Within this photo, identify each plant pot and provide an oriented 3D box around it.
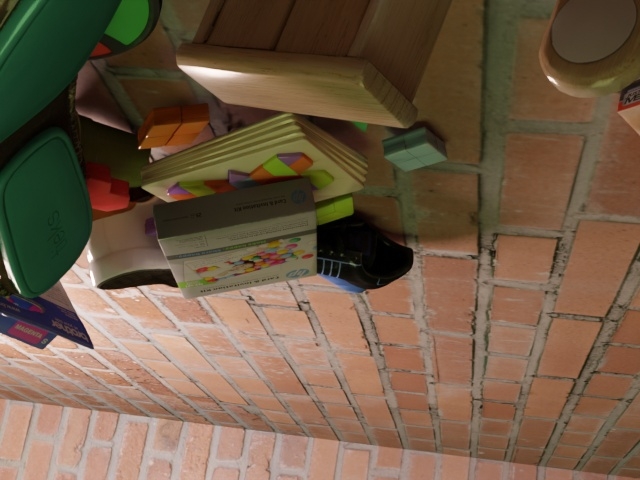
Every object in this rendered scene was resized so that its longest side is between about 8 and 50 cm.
[{"bbox_3d":[-0.212,-0.082,0.977,0.079,0.083,0.083,7,164,-32],"label":"plant pot"}]

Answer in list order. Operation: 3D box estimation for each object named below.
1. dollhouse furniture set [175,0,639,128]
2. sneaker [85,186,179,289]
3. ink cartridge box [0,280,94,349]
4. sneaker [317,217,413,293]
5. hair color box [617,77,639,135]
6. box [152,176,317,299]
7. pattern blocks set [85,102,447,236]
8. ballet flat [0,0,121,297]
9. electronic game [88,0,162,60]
[{"bbox_3d":[-0.054,-0.195,0.335,0.303,0.174,0.355,13,167,39],"label":"dollhouse furniture set"},{"bbox_3d":[-0.167,-0.014,1.134,0.106,0.123,0.290,-23,169,19],"label":"sneaker"},{"bbox_3d":[-0.350,-0.008,0.961,0.311,0.065,0.186,49,-172,38],"label":"ink cartridge box"},{"bbox_3d":[0.000,0.000,1.106,0.232,0.081,0.090,17,154,-36],"label":"sneaker"},{"bbox_3d":[0.308,-0.078,0.734,0.167,0.053,0.093,37,147,-27],"label":"hair color box"},{"bbox_3d":[-0.077,0.003,0.966,0.145,0.038,0.186,-10,161,-4],"label":"box"},{"bbox_3d":[-0.063,-0.059,0.916,0.325,0.026,0.285,-21,155,36],"label":"pattern blocks set"},{"bbox_3d":[-0.243,-0.106,0.684,0.182,0.164,0.483,39,152,3],"label":"ballet flat"},{"bbox_3d":[-0.226,-0.193,0.705,0.229,0.048,0.229,7,160,3],"label":"electronic game"}]
